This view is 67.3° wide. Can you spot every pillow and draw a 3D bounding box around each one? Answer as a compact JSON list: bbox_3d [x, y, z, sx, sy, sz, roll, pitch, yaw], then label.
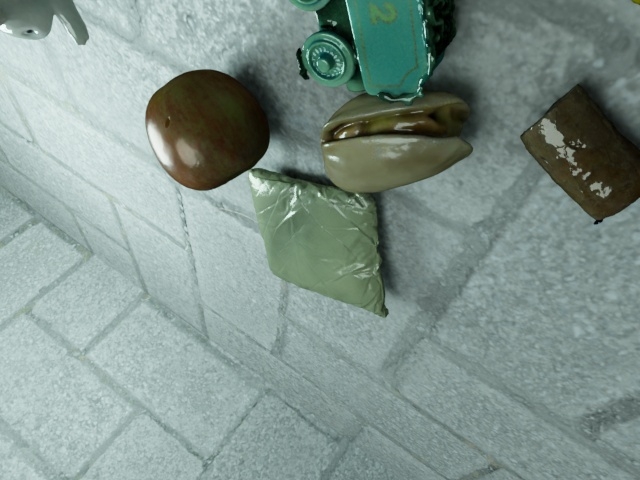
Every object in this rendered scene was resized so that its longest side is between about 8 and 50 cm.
[{"bbox_3d":[-0.001,0.001,0.909,0.275,0.076,0.280,15,135,31],"label":"pillow"}]

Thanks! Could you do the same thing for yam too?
[{"bbox_3d":[0.275,-0.089,0.497,0.127,0.084,0.084,46,149,-1],"label":"yam"}]

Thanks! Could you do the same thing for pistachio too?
[{"bbox_3d":[0.085,-0.126,0.611,0.152,0.126,0.223,8,171,-37],"label":"pistachio"}]

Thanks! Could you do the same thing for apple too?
[{"bbox_3d":[-0.182,-0.177,0.773,0.188,0.188,0.173,-17,107,54],"label":"apple"}]

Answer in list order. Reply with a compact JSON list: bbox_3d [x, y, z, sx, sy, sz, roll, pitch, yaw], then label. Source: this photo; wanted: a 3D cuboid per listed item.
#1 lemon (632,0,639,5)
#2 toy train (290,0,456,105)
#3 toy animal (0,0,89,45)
[{"bbox_3d":[0.245,-0.228,0.265,0.181,0.180,0.193,33,177,12],"label":"lemon"},{"bbox_3d":[0.053,-0.251,0.503,0.163,0.112,0.203,9,139,30],"label":"toy train"},{"bbox_3d":[-0.447,-0.371,0.745,0.141,0.282,0.138,27,161,26],"label":"toy animal"}]
